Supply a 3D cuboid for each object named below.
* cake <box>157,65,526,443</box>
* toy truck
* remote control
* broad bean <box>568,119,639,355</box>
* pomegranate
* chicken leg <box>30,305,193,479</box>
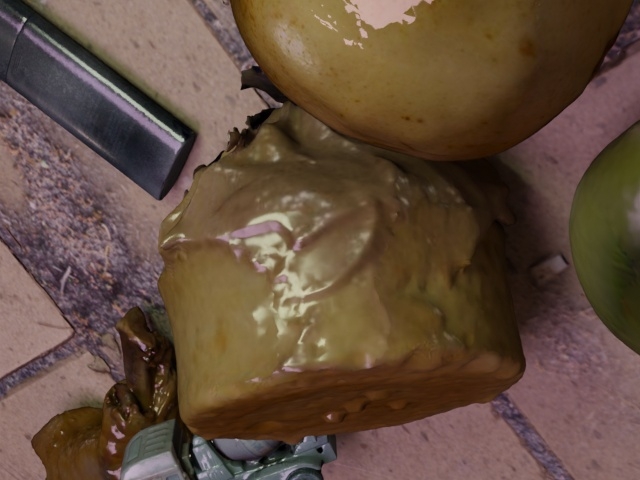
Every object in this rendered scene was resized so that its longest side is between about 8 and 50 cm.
[{"bbox_3d":[0.007,0.001,1.292,0.332,0.332,0.321,-23,68,44],"label":"cake"},{"bbox_3d":[-0.097,0.228,1.571,0.256,0.108,0.140,-19,110,6],"label":"toy truck"},{"bbox_3d":[-0.296,-0.188,1.504,0.377,0.044,0.107,37,132,7],"label":"remote control"},{"bbox_3d":[0.318,-0.004,1.138,0.238,0.119,0.291,24,136,8],"label":"broad bean"},{"bbox_3d":[0.066,-0.207,1.044,0.319,0.319,0.319,20,131,24],"label":"pomegranate"},{"bbox_3d":[-0.251,0.256,1.742,0.295,0.182,0.409,28,128,38],"label":"chicken leg"}]
